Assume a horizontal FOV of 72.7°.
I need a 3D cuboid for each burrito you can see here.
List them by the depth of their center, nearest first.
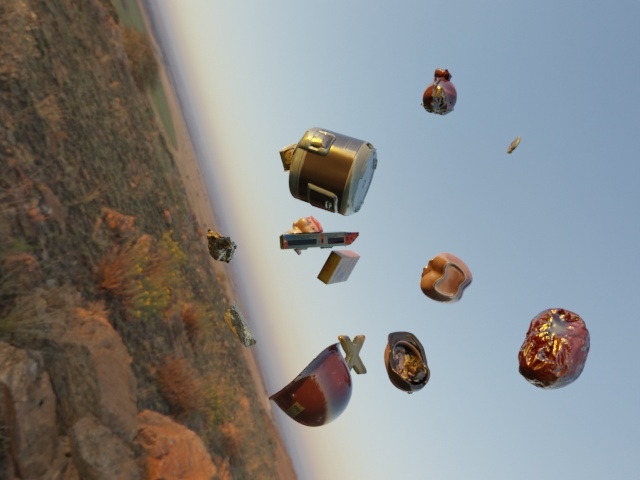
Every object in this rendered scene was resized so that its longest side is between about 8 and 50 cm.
[{"bbox_3d":[-0.374,0.398,2.014,0.226,0.087,0.060,51,-1,22],"label":"burrito"}]

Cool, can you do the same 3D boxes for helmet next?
[{"bbox_3d":[0.005,0.588,1.693,0.230,0.337,0.385,51,-45,13],"label":"helmet"},{"bbox_3d":[0.360,0.540,1.887,0.154,0.198,0.254,-66,-147,37],"label":"helmet"}]

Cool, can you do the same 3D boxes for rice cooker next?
[{"bbox_3d":[0.036,-0.283,1.769,0.335,0.325,0.336,21,90,-76],"label":"rice cooker"}]

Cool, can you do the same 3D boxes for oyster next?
[{"bbox_3d":[-0.419,0.043,1.873,0.345,0.128,0.079,107,-4,-68],"label":"oyster"}]

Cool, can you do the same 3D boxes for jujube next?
[{"bbox_3d":[1.072,0.501,2.003,0.276,0.377,0.276,27,-17,9],"label":"jujube"}]

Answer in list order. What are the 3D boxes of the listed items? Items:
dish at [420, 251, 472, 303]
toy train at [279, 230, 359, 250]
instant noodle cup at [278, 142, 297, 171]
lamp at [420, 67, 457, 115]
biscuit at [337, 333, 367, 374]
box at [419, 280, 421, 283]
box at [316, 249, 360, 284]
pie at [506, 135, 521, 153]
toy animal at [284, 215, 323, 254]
[{"bbox_3d":[0.504,0.155,1.724,0.090,0.213,0.214,5,68,-88],"label":"dish"},{"bbox_3d":[0.000,0.000,2.168,0.086,0.408,0.089,179,-92,-69],"label":"toy train"},{"bbox_3d":[-0.165,-0.478,2.493,0.122,0.151,0.151,65,-6,-23],"label":"instant noodle cup"},{"bbox_3d":[0.552,-0.649,1.958,0.151,0.223,0.215,31,-10,33],"label":"lamp"},{"bbox_3d":[0.168,0.602,2.289,0.047,0.164,0.208,151,-61,-69],"label":"biscuit"},{"bbox_3d":[0.508,0.183,1.853,0.100,0.151,0.048,27,52,-65],"label":"box"},{"bbox_3d":[0.103,0.142,2.364,0.076,0.174,0.274,33,13,23],"label":"box"},{"bbox_3d":[0.825,-0.407,1.858,0.019,0.085,0.084,32,-16,3],"label":"pie"},{"bbox_3d":[-0.083,-0.034,2.332,0.171,0.197,0.171,53,-7,9],"label":"toy animal"}]
